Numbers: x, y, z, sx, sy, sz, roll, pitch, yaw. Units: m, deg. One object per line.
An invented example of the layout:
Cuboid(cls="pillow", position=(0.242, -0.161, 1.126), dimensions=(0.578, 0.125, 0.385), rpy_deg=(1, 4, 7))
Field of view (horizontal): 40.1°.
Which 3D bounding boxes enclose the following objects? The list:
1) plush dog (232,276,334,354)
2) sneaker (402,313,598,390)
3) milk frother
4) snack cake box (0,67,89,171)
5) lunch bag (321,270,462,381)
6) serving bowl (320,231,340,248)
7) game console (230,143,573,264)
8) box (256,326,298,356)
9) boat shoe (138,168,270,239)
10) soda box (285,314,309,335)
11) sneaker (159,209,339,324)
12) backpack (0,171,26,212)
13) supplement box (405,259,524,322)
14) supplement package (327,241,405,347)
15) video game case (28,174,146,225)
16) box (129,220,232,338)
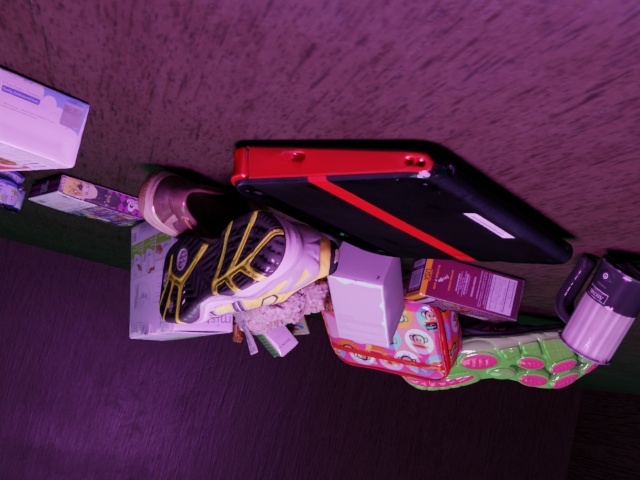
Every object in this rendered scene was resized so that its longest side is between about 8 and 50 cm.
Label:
Cuboid(cls="plush dog", position=(-0.066, 0.097, 1.724), dimensions=(0.225, 0.211, 0.262), rpy_deg=(-14, -141, -26))
Cuboid(cls="sneaker", position=(0.415, 0.224, 2.016), dimensions=(0.482, 0.202, 0.185), rpy_deg=(0, 132, 5))
Cuboid(cls="milk frother", position=(0.427, 0.097, 1.254), dimensions=(0.143, 0.135, 0.129), rpy_deg=(19, -160, -15))
Cuboid(cls="snack cake box", position=(-0.438, -0.156, 1.148), dimensions=(0.152, 0.089, 0.264), rpy_deg=(19, 169, -41))
Cuboid(cls="lunch bag", position=(0.153, 0.187, 1.868), dimensions=(0.293, 0.120, 0.258), rpy_deg=(7, 128, 31))
Cuboid(cls="serving bowl", position=(0.000, 0.000, 1.627), dimensions=(0.083, 0.027, 0.083), rpy_deg=(13, 170, 2))
Cuboid(cls="game console", position=(0.106, -0.045, 1.161), dimensions=(0.342, 0.060, 0.386), rpy_deg=(1, 165, 40))
Cuboid(cls="box", position=(-0.182, 0.139, 2.089), dimensions=(0.322, 0.058, 0.232), rpy_deg=(52, 169, 1))
Cuboid(cls="boat shoe", position=(-0.144, -0.020, 1.458), dimensions=(0.123, 0.123, 0.342), rpy_deg=(8, 163, 38))
Cuboid(cls="soda box", position=(-0.065, 0.171, 2.076), dimensions=(0.061, 0.058, 0.181), rpy_deg=(-5, 157, 3))
Cuboid(cls="sneaker", position=(-0.124, 0.060, 1.330), dimensions=(0.147, 0.145, 0.384), rpy_deg=(13, 164, -35))
Cuboid(cls="backpack", position=(-0.647, -0.107, 1.745), dimensions=(0.105, 0.084, 0.114), rpy_deg=(14, 176, -6))
Cuboid(cls="supplement box", position=(0.265, 0.090, 1.617), dimensions=(0.188, 0.081, 0.104), rpy_deg=(15, 171, -8))
Cuboid(cls="supplement package", position=(0.086, 0.093, 1.591), dimensions=(0.105, 0.105, 0.179), rpy_deg=(11, 139, 19))
Cuboid(cls="video game case", position=(-0.465, -0.077, 1.793), dimensions=(0.210, 0.042, 0.232), rpy_deg=(19, 169, -30))
Cuboid(cls="box", position=(-0.275, 0.071, 1.686), dimensions=(0.126, 0.231, 0.262), rpy_deg=(4, 169, -29))
